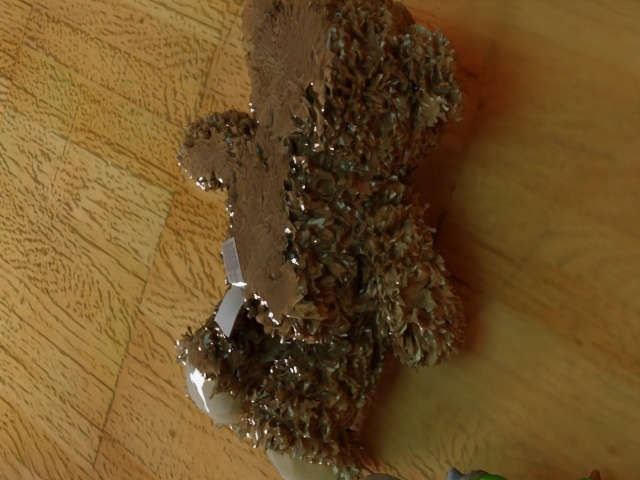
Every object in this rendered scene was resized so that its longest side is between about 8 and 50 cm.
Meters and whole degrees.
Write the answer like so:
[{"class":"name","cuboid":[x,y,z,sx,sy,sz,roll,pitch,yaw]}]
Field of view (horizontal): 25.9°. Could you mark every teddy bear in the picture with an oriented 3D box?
[{"class":"teddy bear","cuboid":[0.000,0.000,0.894,0.245,0.113,0.338,12,102,51]}]

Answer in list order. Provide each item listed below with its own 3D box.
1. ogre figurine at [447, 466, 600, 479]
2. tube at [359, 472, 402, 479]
[{"class":"ogre figurine","cuboid":[0.134,0.186,0.741,0.197,0.096,0.118,6,100,51]},{"class":"tube","cuboid":[-0.011,0.245,0.908,0.062,0.070,0.240,32,122,-6]}]
